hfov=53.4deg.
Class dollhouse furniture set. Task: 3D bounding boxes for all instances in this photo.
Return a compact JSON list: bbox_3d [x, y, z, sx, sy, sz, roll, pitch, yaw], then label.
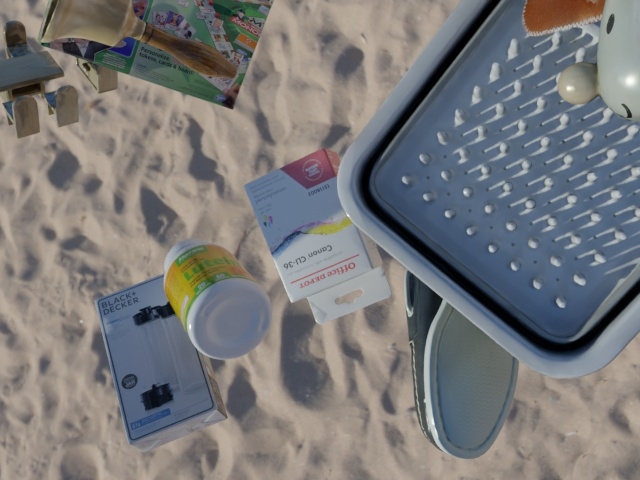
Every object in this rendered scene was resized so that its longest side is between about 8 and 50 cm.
[{"bbox_3d":[-0.516,-0.347,1.197,0.212,0.242,0.161,49,144,21],"label":"dollhouse furniture set"}]

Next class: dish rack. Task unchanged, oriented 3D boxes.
[{"bbox_3d":[0.208,-0.084,0.545,0.285,0.072,0.333,40,100,10],"label":"dish rack"}]

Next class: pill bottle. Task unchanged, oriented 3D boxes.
[{"bbox_3d":[-0.186,0.084,1.076,0.136,0.136,0.246,-61,33,6],"label":"pill bottle"}]

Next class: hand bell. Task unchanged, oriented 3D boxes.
[{"bbox_3d":[-0.219,-0.264,0.826,0.126,0.242,0.126,-35,46,45],"label":"hand bell"}]

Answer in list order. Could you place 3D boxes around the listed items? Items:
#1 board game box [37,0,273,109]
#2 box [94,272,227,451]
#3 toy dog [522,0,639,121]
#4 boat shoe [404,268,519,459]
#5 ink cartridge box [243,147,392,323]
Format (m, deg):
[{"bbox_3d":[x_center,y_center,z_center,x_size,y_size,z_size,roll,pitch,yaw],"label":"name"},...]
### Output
[{"bbox_3d":[-0.241,-0.351,0.983,0.046,0.317,0.213,41,112,49],"label":"board game box"},{"bbox_3d":[-0.299,0.218,1.181,0.169,0.087,0.290,-20,63,-5],"label":"box"},{"bbox_3d":[0.136,-0.235,0.416,0.161,0.220,0.333,-16,59,27],"label":"toy dog"},{"bbox_3d":[0.140,0.073,0.669,0.091,0.114,0.302,-29,41,55],"label":"boat shoe"},{"bbox_3d":[0.000,0.000,0.791,0.115,0.067,0.198,-24,86,15],"label":"ink cartridge box"}]
